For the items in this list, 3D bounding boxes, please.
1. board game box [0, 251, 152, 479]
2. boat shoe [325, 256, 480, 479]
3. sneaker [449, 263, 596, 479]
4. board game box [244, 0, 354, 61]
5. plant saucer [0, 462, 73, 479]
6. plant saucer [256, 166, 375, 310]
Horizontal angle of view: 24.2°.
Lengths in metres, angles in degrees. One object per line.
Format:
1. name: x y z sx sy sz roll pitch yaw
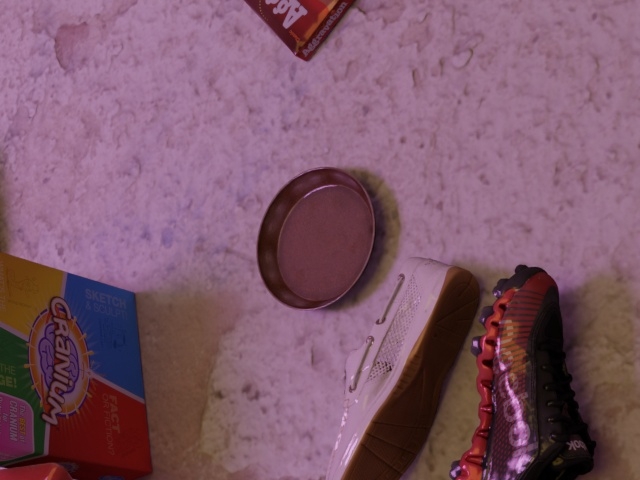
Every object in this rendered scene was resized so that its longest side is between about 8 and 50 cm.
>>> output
1. board game box: -0.335 0.146 1.739 0.064 0.316 0.242 -23 64 30
2. boat shoe: 0.070 0.147 1.574 0.096 0.098 0.277 22 81 40
3. sneaker: 0.211 0.163 1.454 0.135 0.097 0.276 6 82 39
4. board game box: -0.052 -0.358 1.859 0.145 0.027 0.281 -52 53 15
5. plant saucer: -0.335 0.377 1.728 0.258 0.259 0.048 -12 28 35
6. plant saucer: 0.000 0.000 1.710 0.168 0.029 0.168 -13 69 35
